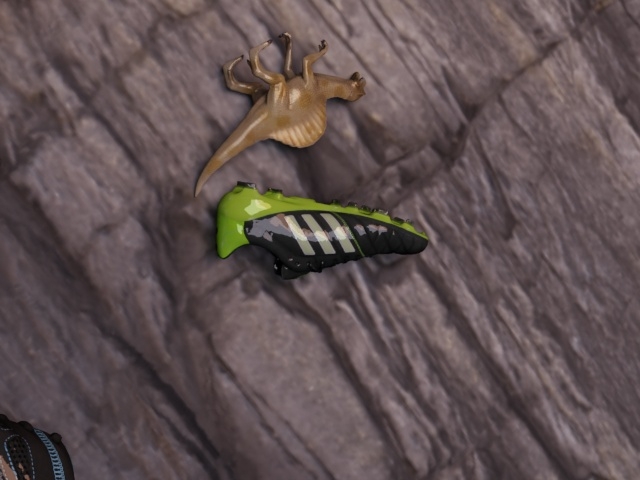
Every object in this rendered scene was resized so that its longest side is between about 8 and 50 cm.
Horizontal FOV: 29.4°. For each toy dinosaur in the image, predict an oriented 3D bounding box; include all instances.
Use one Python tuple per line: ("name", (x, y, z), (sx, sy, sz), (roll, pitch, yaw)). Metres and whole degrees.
("toy dinosaur", (-0.038, -0.114, 1.000), (0.183, 0.053, 0.092), (-32, 98, -20))

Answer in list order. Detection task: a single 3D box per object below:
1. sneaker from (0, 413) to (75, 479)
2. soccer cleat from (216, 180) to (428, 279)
("sneaker", (-0.267, 0.162, 0.876), (0.340, 0.125, 0.140), (58, 36, 1))
("soccer cleat", (0.000, 0.000, 1.006), (0.179, 0.060, 0.072), (10, 92, -13))
